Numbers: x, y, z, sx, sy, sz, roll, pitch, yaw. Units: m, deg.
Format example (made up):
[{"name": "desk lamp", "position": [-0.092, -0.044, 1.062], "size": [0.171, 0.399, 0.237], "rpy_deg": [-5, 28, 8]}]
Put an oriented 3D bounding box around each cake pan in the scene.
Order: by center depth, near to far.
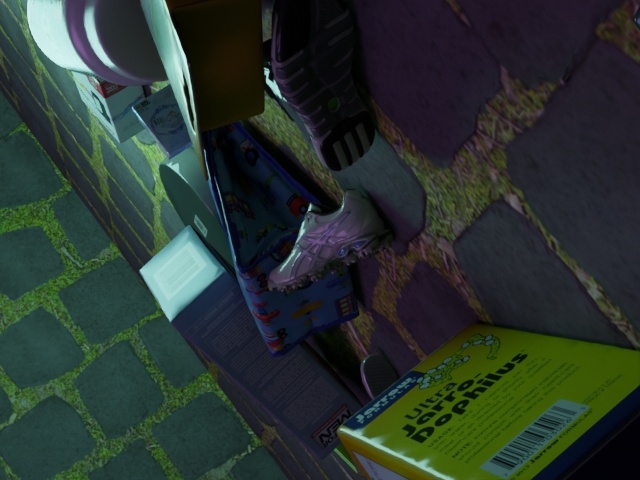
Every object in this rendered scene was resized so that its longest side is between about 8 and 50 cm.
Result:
[{"name": "cake pan", "position": [-0.174, -0.035, 1.735], "size": [0.293, 0.054, 0.293], "rpy_deg": [49, 163, 20]}]

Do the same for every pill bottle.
[{"name": "pill bottle", "position": [-0.244, -0.271, 1.263], "size": [0.283, 0.161, 0.161], "rpy_deg": [25, 146, 60]}]

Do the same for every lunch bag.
[{"name": "lunch bag", "position": [-0.082, -0.033, 1.404], "size": [0.293, 0.138, 0.221], "rpy_deg": [58, 170, 35]}]

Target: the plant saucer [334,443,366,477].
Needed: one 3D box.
[{"name": "plant saucer", "position": [0.035, 0.346, 1.926], "size": [0.188, 0.045, 0.188], "rpy_deg": [37, 157, 47]}]

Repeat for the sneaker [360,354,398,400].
[{"name": "sneaker", "position": [0.087, 0.218, 1.508], "size": [0.134, 0.051, 0.070], "rpy_deg": [55, 159, -18]}]

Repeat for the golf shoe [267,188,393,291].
[{"name": "golf shoe", "position": [0.000, 0.000, 1.205], "size": [0.176, 0.069, 0.086], "rpy_deg": [-28, 85, 33]}]

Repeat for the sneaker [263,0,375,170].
[{"name": "sneaker", "position": [-0.028, -0.173, 0.992], "size": [0.132, 0.086, 0.229], "rpy_deg": [45, 163, 36]}]

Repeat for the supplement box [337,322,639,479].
[{"name": "supplement box", "position": [0.197, 0.218, 0.941], "size": [0.194, 0.195, 0.356], "rpy_deg": [58, 163, -12]}]

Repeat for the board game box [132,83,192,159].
[{"name": "board game box", "position": [-0.200, -0.172, 1.463], "size": [0.090, 0.090, 0.020], "rpy_deg": [51, 162, 12]}]

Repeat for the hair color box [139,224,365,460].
[{"name": "hair color box", "position": [-0.099, 0.161, 1.623], "size": [0.374, 0.113, 0.185], "rpy_deg": [49, 178, -32]}]

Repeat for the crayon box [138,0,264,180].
[{"name": "crayon box", "position": [-0.126, -0.245, 0.968], "size": [0.203, 0.083, 0.323], "rpy_deg": [95, 155, -66]}]

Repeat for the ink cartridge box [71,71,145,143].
[{"name": "ink cartridge box", "position": [-0.355, -0.264, 1.749], "size": [0.127, 0.072, 0.175], "rpy_deg": [47, 162, 23]}]

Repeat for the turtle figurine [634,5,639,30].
[{"name": "turtle figurine", "position": [0.198, -0.112, 0.417], "size": [0.234, 0.118, 0.175], "rpy_deg": [-124, 21, -66]}]
